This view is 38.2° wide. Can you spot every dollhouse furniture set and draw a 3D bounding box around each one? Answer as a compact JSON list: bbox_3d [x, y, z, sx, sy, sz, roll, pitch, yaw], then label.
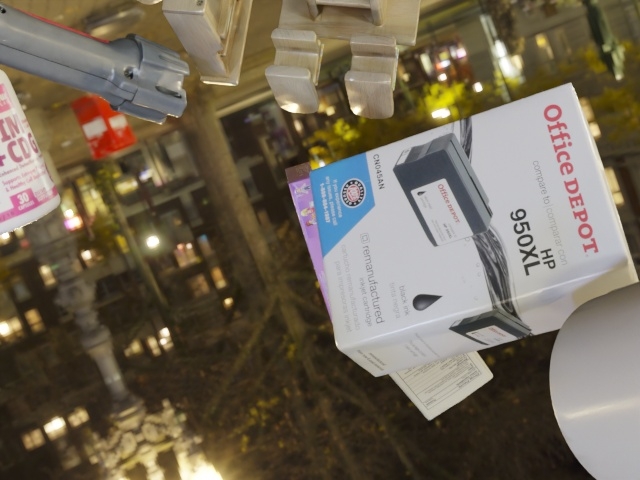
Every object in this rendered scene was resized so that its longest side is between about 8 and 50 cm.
[{"bbox_3d":[-0.018,-0.235,0.956,0.242,0.212,0.161,7,167,9],"label":"dollhouse furniture set"}]

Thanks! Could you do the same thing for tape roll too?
[{"bbox_3d":[0.402,0.157,1.021,0.246,0.246,0.169,-26,175,-30],"label":"tape roll"}]

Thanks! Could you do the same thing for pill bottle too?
[{"bbox_3d":[-0.504,-0.153,1.335,0.160,0.283,0.160,-18,-164,6],"label":"pill bottle"}]

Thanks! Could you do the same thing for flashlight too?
[{"bbox_3d":[-0.281,-0.199,0.902,0.304,0.103,0.103,14,166,-38],"label":"flashlight"}]

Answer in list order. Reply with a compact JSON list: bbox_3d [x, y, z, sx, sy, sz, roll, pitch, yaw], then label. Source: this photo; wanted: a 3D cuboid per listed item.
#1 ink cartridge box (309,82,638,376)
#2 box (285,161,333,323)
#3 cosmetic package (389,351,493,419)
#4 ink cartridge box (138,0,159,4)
[{"bbox_3d":[0.208,-0.008,1.288,0.394,0.286,0.166,-18,153,17],"label":"ink cartridge box"},{"bbox_3d":[0.000,0.000,1.855,0.057,0.293,0.201,-17,-166,0],"label":"box"},{"bbox_3d":[0.164,0.166,1.650,0.153,0.296,0.129,-35,-144,4],"label":"cosmetic package"},{"bbox_3d":[-0.203,-0.428,1.174,0.207,0.119,0.353,20,165,-37],"label":"ink cartridge box"}]
